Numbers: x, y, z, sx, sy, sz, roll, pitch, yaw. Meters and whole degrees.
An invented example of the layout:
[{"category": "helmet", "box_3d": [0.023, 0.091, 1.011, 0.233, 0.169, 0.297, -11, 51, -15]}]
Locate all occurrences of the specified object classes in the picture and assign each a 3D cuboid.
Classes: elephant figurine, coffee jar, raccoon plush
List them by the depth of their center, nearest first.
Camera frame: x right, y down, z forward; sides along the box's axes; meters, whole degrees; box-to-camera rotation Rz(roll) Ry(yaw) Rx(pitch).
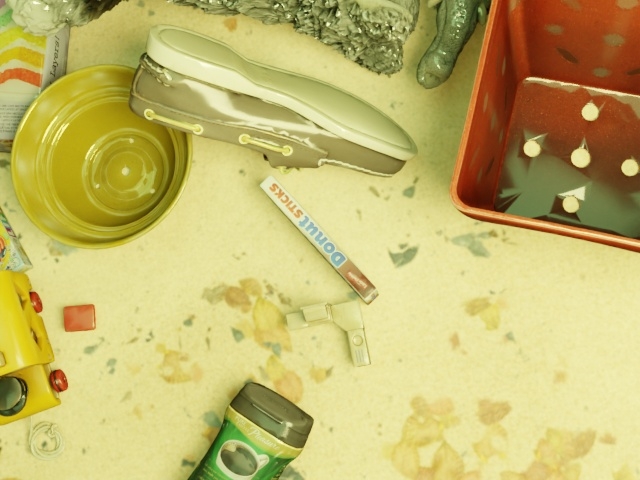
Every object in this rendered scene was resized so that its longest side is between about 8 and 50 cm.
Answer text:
[{"category": "elephant figurine", "box_3d": [0.175, -0.317, 0.901, 0.186, 0.239, 0.169, -16, 56, -28]}, {"category": "coffee jar", "box_3d": [-0.088, 0.253, 0.902, 0.096, 0.079, 0.184, 31, 87, 14]}, {"category": "raccoon plush", "box_3d": [-0.096, -0.265, 0.954, 0.446, 0.216, 0.299, -30, 88, 17]}]

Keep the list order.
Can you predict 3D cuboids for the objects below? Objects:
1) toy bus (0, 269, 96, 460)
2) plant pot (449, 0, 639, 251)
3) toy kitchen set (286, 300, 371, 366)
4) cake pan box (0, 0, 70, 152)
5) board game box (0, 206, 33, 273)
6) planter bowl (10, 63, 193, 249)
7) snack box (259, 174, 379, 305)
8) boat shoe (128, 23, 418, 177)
[{"category": "toy bus", "box_3d": [-0.365, 0.134, 0.935, 0.202, 0.104, 0.191, 24, 83, 3]}, {"category": "plant pot", "box_3d": [0.285, -0.114, 0.832, 0.267, 0.236, 0.267, 13, 84, 9]}, {"category": "toy kitchen set", "box_3d": [0.008, 0.109, 0.918, 0.083, 0.068, 0.075, -12, 80, 6]}, {"category": "cake pan box", "box_3d": [-0.453, -0.238, 1.036, 0.267, 0.070, 0.245, 4, 79, 8]}, {"category": "board game box", "box_3d": [-0.438, -0.004, 1.016, 0.103, 0.026, 0.154, -33, 78, 2]}, {"category": "planter bowl", "box_3d": [-0.245, -0.091, 0.972, 0.217, 0.090, 0.217, -1, 82, 7]}, {"category": "snack box", "box_3d": [0.000, 0.000, 0.938, 0.022, 0.064, 0.178, -42, 78, -2]}, {"category": "boat shoe", "box_3d": [-0.048, -0.133, 0.913, 0.324, 0.116, 0.096, 18, 118, -20]}]
